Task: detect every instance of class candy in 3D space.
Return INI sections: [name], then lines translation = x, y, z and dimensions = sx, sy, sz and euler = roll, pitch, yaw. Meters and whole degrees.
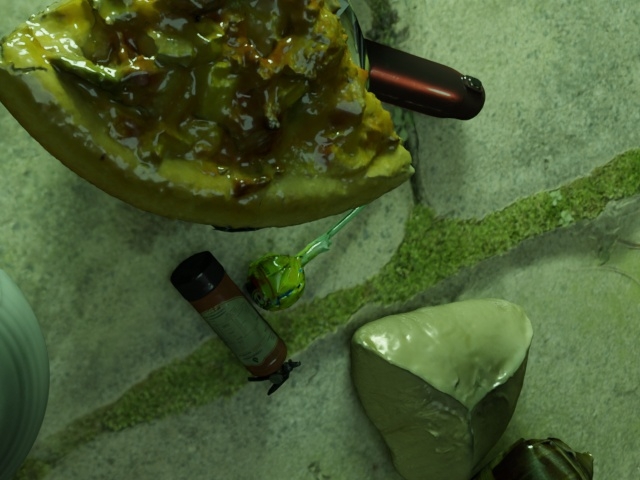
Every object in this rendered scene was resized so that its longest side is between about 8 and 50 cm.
[candy]
translation = 0.000, 0.000, 1.087
dimensions = 0.194, 0.058, 0.062
euler = -42, 160, -24

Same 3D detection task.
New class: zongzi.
[zongzi]
translation = 0.211, 0.344, 1.262
dimensions = 0.286, 0.134, 0.288
euler = -43, 164, 13

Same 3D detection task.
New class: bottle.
[bottle]
translation = 0.097, -0.162, 1.092
dimensions = 0.164, 0.060, 0.060
euler = 11, 96, -33

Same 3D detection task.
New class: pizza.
[pizza]
translation = -0.073, -0.089, 0.789
dimensions = 0.258, 0.087, 0.268
euler = -36, 119, -14

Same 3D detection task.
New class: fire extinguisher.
[fire extinguisher]
translation = -0.080, 0.088, 1.056
dimensions = 0.062, 0.050, 0.177
euler = -23, 121, 22

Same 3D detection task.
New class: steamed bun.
[steamed bun]
translation = 0.150, 0.178, 1.180
dimensions = 0.231, 0.110, 0.212
euler = -11, 108, -25

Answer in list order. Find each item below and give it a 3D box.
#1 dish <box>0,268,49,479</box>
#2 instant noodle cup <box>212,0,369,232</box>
[dish]
translation = -0.342, 0.138, 0.865
dimensions = 0.273, 0.134, 0.273
euler = -7, 106, -28
[instant noodle cup]
translation = -0.099, -0.134, 0.912
dimensions = 0.240, 0.178, 0.240
euler = -8, 106, -29
